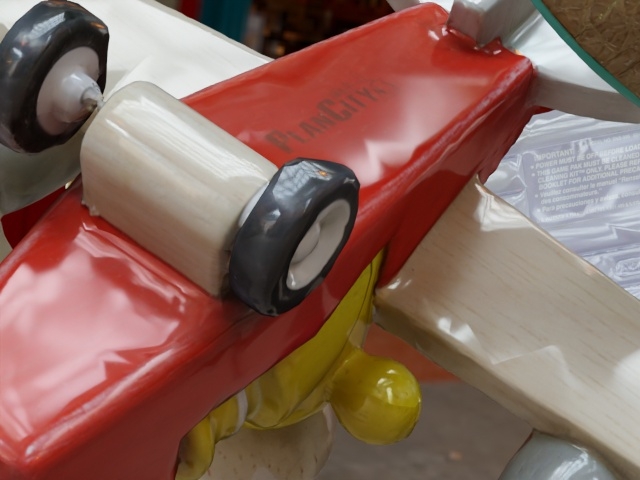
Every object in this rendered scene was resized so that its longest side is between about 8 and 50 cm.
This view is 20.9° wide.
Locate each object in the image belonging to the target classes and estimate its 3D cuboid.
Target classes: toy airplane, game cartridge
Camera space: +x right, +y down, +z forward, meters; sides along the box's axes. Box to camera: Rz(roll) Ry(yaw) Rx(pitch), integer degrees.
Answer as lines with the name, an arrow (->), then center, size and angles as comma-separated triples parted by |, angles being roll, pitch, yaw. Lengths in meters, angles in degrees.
toy airplane -> 0.000, 0.000, 0.793 | 0.384, 0.272, 0.386 | 6, 35, -18
game cartridge -> 0.291, -0.024, 1.525 | 0.355, 0.230, 0.068 | -10, -32, 12

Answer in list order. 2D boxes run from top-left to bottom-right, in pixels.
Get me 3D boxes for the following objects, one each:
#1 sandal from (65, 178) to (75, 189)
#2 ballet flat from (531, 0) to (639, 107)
sandal -> -0.189, -0.052, 1.542 | 0.079, 0.088, 0.240 | 10, -24, 5
ballet flat -> 0.111, -0.170, 0.698 | 0.342, 0.116, 0.124 | 44, -34, -13
